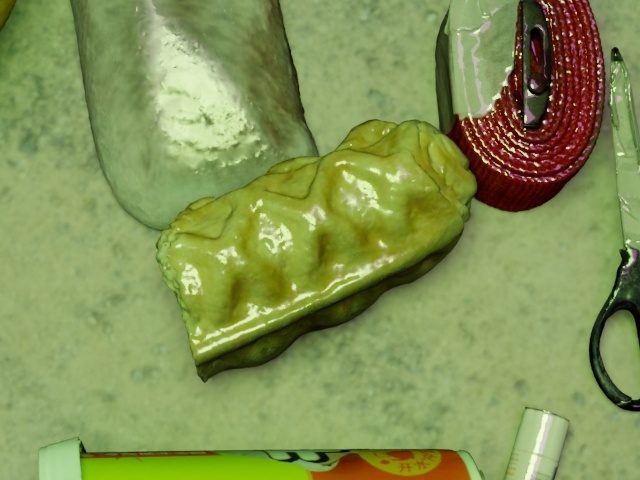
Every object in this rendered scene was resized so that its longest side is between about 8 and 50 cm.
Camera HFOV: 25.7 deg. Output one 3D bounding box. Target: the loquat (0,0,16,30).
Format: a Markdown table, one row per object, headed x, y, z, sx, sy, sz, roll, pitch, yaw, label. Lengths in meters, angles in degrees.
| x | y | z | sx | sy | sz | roll | pitch | yaw | label |
| --- | --- | --- | --- | --- | --- | --- | --- | --- | --- |
| -0.403 | -0.253 | 1.065 | 0.328 | 0.359 | 0.328 | -2 | 84 | 22 | loquat |

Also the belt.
| x | y | z | sx | sy | sz | roll | pitch | yaw | label |
| --- | --- | --- | --- | --- | --- | --- | --- | --- | --- |
| 0.164 | -0.133 | 1.156 | 0.128 | 0.124 | 0.201 | -3 | 80 | -4 | belt |

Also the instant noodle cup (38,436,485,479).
| x | y | z | sx | sy | sz | roll | pitch | yaw | label |
| --- | --- | --- | --- | --- | --- | --- | --- | --- | --- |
| -0.038 | 0.267 | 1.020 | 0.308 | 0.294 | 0.294 | -4 | 79 | -8 | instant noodle cup |

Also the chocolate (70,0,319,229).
| x | y | z | sx | sy | sz | roll | pitch | yaw | label |
| --- | --- | --- | --- | --- | --- | --- | --- | --- | --- |
| -0.115 | -0.164 | 1.176 | 0.185 | 0.100 | 0.303 | -14 | 83 | -6 | chocolate |

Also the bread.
| x | y | z | sx | sy | sz | roll | pitch | yaw | label |
| --- | --- | --- | --- | --- | --- | --- | --- | --- | --- |
| 0.000 | 0.000 | 1.118 | 0.267 | 0.152 | 0.130 | -26 | 58 | -5 | bread |

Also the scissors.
| x | y | z | sx | sy | sz | roll | pitch | yaw | label |
| --- | --- | --- | --- | --- | --- | --- | --- | --- | --- |
| 0.259 | -0.008 | 1.134 | 0.109 | 0.022 | 0.300 | -10 | 101 | -2 | scissors |

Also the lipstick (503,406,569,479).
| x | y | z | sx | sy | sz | roll | pitch | yaw | label |
| --- | --- | --- | --- | --- | --- | --- | --- | --- | --- |
| 0.164 | 0.207 | 1.133 | 0.040 | 0.040 | 0.141 | 17 | 79 | 3 | lipstick |
